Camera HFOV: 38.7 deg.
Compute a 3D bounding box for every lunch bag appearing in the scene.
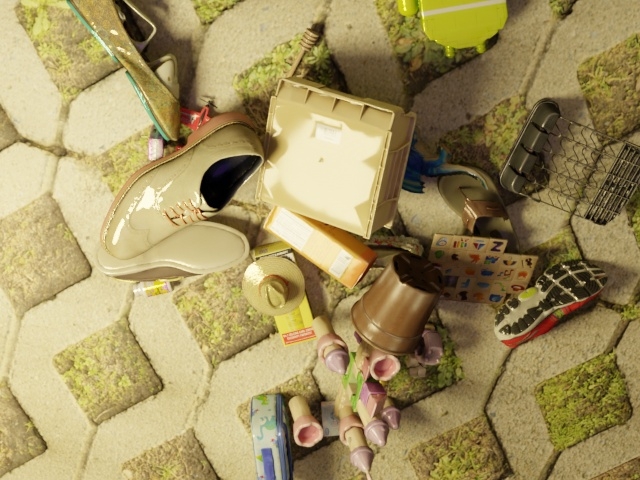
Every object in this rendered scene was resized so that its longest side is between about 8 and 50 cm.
[{"bbox_3d":[-0.112,0.480,2.103,0.090,0.176,0.219,-5,113,0],"label":"lunch bag"}]

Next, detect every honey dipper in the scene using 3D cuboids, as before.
[{"bbox_3d":[-0.053,-0.347,1.826,0.030,0.030,0.160,26,111,-13],"label":"honey dipper"}]

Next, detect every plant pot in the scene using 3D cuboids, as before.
[{"bbox_3d":[0.171,0.124,1.916,0.167,0.167,0.165,20,124,-11],"label":"plant pot"}]

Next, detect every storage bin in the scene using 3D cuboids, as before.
[{"bbox_3d":[0.027,-0.169,1.798,0.262,0.123,0.260,20,114,21],"label":"storage bin"}]

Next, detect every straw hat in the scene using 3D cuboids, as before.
[{"bbox_3d":[-0.098,0.111,1.941,0.144,0.061,0.144,-1,114,-1],"label":"straw hat"}]

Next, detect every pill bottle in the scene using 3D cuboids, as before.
[{"bbox_3d":[-0.365,0.100,1.998,0.083,0.043,0.043,-13,113,4],"label":"pill bottle"}]

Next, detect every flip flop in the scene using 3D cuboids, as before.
[{"bbox_3d":[0.347,-0.047,1.946,0.112,0.080,0.277,-28,113,10],"label":"flip flop"}]

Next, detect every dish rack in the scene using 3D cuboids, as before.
[{"bbox_3d":[0.537,-0.154,1.916,0.271,0.074,0.208,19,112,-12],"label":"dish rack"}]

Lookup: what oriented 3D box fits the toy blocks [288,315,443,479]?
[{"bbox_3d":[0.119,0.346,1.979,0.309,0.260,0.288,7,115,-19],"label":"toy blocks"}]

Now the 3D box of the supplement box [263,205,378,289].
[{"bbox_3d":[0.000,0.000,1.910,0.233,0.078,0.080,37,113,8],"label":"supplement box"}]

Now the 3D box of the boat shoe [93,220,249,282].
[{"bbox_3d":[-0.312,0.031,1.943,0.324,0.096,0.116,-6,73,-3],"label":"boat shoe"}]

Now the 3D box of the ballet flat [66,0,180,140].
[{"bbox_3d":[-0.346,-0.357,1.763,0.123,0.123,0.348,-31,107,10],"label":"ballet flat"}]

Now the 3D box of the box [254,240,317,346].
[{"bbox_3d":[-0.074,0.116,2.010,0.087,0.058,0.232,-14,114,3],"label":"box"}]

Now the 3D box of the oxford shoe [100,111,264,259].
[{"bbox_3d":[-0.277,-0.087,1.800,0.397,0.146,0.140,-43,131,10],"label":"oxford shoe"}]

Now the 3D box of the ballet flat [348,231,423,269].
[{"bbox_3d":[0.105,0.029,1.971,0.241,0.077,0.091,-5,114,0],"label":"ballet flat"}]

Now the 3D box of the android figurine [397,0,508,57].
[{"bbox_3d":[0.270,-0.491,1.763,0.248,0.056,0.273,-11,113,2],"label":"android figurine"}]

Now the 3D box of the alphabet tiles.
[{"bbox_3d":[0.347,0.067,2.000,0.237,0.009,0.198,5,133,-5],"label":"alphabet tiles"}]

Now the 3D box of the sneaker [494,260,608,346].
[{"bbox_3d":[0.511,0.144,2.039,0.279,0.107,0.118,-29,144,0],"label":"sneaker"}]

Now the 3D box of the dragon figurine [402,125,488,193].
[{"bbox_3d":[0.194,-0.148,1.873,0.289,0.085,0.144,32,106,1],"label":"dragon figurine"}]

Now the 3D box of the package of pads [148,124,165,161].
[{"bbox_3d":[-0.332,-0.197,1.849,0.032,0.083,0.050,4,117,-9],"label":"package of pads"}]

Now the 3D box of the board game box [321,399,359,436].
[{"bbox_3d":[0.048,0.421,2.169,0.090,0.020,0.090,-5,114,-3],"label":"board game box"}]

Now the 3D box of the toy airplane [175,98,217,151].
[{"bbox_3d":[-0.250,-0.218,1.872,0.151,0.028,0.151,2,108,7],"label":"toy airplane"}]
